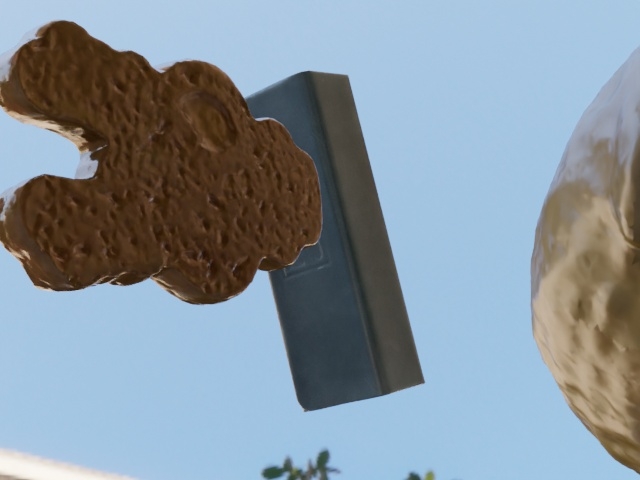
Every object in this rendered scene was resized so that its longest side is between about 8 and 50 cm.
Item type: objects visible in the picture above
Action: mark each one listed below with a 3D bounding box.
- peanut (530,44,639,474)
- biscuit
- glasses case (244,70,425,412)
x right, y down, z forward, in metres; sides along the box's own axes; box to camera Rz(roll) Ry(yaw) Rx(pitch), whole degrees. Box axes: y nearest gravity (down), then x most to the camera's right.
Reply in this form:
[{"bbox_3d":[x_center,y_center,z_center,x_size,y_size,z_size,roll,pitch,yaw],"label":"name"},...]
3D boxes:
[{"bbox_3d":[0.193,0.043,0.458,0.174,0.158,0.340,-31,-39,25],"label":"peanut"},{"bbox_3d":[-0.080,-0.037,0.587,0.236,0.040,0.144,10,-103,-54],"label":"biscuit"},{"bbox_3d":[0.000,0.000,0.860,0.105,0.056,0.266,-16,-98,13],"label":"glasses case"}]
